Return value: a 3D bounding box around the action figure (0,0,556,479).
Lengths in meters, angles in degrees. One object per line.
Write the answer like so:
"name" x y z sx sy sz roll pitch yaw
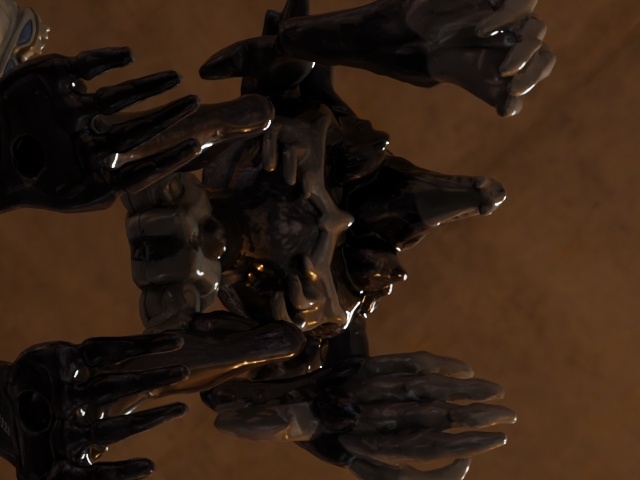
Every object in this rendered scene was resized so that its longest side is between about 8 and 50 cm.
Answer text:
"action figure" 0.000 0.000 0.600 0.141 0.276 0.164 1 -82 24

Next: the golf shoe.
"golf shoe" -0.244 -0.081 1.253 0.086 0.176 0.069 25 -14 -33
